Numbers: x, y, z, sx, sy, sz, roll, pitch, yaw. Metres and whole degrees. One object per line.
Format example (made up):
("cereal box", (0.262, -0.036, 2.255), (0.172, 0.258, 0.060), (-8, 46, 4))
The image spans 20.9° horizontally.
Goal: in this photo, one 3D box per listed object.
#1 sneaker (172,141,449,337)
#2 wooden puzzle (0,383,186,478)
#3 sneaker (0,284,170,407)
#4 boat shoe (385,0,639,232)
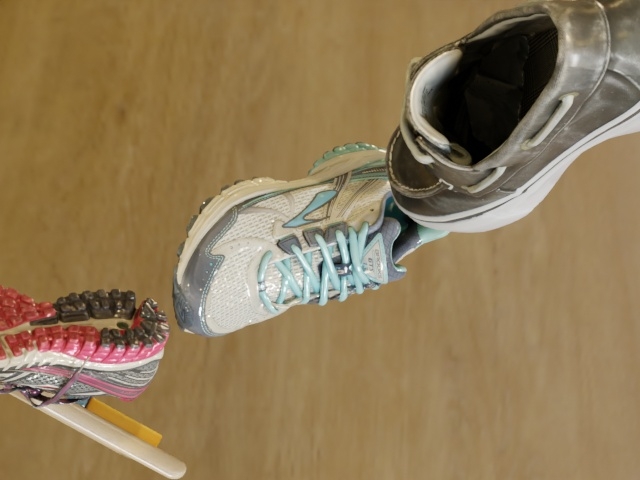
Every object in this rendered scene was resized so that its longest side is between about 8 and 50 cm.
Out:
("sneaker", (0.000, 0.000, 1.412), (0.122, 0.110, 0.283), (21, 39, 37))
("wooden puzzle", (-0.287, 0.214, 2.125), (0.221, 0.238, 0.044), (33, 80, -21))
("sneaker", (-0.311, 0.123, 1.824), (0.299, 0.112, 0.121), (5, 38, -19))
("boat shoe", (0.107, -0.091, 1.098), (0.119, 0.335, 0.121), (2, 73, -24))
